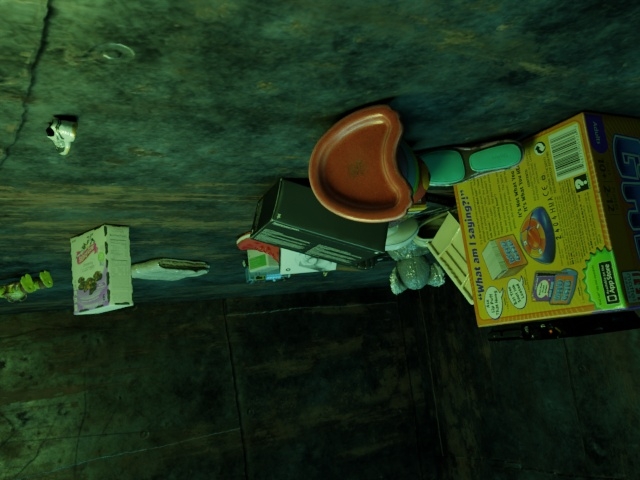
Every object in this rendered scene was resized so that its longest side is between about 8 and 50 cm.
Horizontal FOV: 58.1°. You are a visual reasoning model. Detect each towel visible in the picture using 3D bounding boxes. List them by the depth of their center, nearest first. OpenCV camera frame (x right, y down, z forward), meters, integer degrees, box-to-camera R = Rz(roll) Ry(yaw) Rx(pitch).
[{"bbox_3d":[-0.540,0.107,2.032,0.187,0.049,0.282,-13,168,27],"label":"towel"}]

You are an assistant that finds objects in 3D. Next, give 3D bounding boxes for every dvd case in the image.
[{"bbox_3d":[0.221,-0.081,1.596,0.239,0.029,0.179,-15,168,38],"label":"dvd case"}]

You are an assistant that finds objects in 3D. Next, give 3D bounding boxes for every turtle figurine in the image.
[{"bbox_3d":[-0.989,0.155,1.854,0.217,0.087,0.269,-13,169,28],"label":"turtle figurine"}]

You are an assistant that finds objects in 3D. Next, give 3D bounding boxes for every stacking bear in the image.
[{"bbox_3d":[0.109,-0.113,1.004,0.164,0.175,0.289,-9,178,23],"label":"stacking bear"}]

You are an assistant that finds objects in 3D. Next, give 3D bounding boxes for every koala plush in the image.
[{"bbox_3d":[0.278,0.050,1.779,0.196,0.221,0.203,-8,174,-2],"label":"koala plush"}]

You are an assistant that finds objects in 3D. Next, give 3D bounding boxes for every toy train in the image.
[{"bbox_3d":[-0.187,0.098,2.076,0.184,0.105,0.080,-4,170,-19],"label":"toy train"}]

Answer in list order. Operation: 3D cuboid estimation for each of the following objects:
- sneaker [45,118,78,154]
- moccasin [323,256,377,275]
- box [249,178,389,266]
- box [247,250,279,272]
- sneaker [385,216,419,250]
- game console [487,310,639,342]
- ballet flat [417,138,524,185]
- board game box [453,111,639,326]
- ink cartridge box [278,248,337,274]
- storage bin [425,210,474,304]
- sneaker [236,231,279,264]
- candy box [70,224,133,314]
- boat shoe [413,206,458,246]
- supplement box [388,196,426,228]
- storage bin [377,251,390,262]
[{"bbox_3d":[-0.364,-0.148,0.805,0.037,0.032,0.083,14,156,-28],"label":"sneaker"},{"bbox_3d":[0.032,0.043,1.851,0.380,0.139,0.147,-2,175,-41],"label":"moccasin"},{"bbox_3d":[-0.004,-0.032,1.292,0.261,0.103,0.184,16,165,-18],"label":"box"},{"bbox_3d":[-0.170,0.055,1.899,0.102,0.087,0.101,4,165,-45],"label":"box"},{"bbox_3d":[0.160,-0.026,1.522,0.258,0.094,0.091,-17,143,-27],"label":"sneaker"},{"bbox_3d":[0.515,0.198,1.289,0.213,0.044,0.361,-4,170,-15],"label":"game console"},{"bbox_3d":[0.287,-0.155,1.140,0.221,0.077,0.079,-10,-171,14],"label":"ballet flat"},{"bbox_3d":[0.554,-0.024,1.222,0.356,0.356,0.356,-2,169,-30],"label":"board game box"},{"bbox_3d":[0.000,0.000,1.552,0.224,0.045,0.223,-7,139,-10],"label":"ink cartridge box"},{"bbox_3d":[0.463,0.054,1.503,0.262,0.260,0.123,6,126,-29],"label":"storage bin"},{"bbox_3d":[-0.146,0.033,1.680,0.221,0.128,0.087,-13,168,29],"label":"sneaker"},{"bbox_3d":[-0.540,0.074,1.419,0.165,0.196,0.070,-16,166,37],"label":"candy box"},{"bbox_3d":[0.406,-0.050,1.625,0.302,0.109,0.098,-14,174,4],"label":"boat shoe"},{"bbox_3d":[0.158,-0.086,1.371,0.104,0.080,0.188,-3,169,-20],"label":"supplement box"},{"bbox_3d":[0.202,0.030,2.051,0.180,0.084,0.122,-7,170,-6],"label":"storage bin"}]
